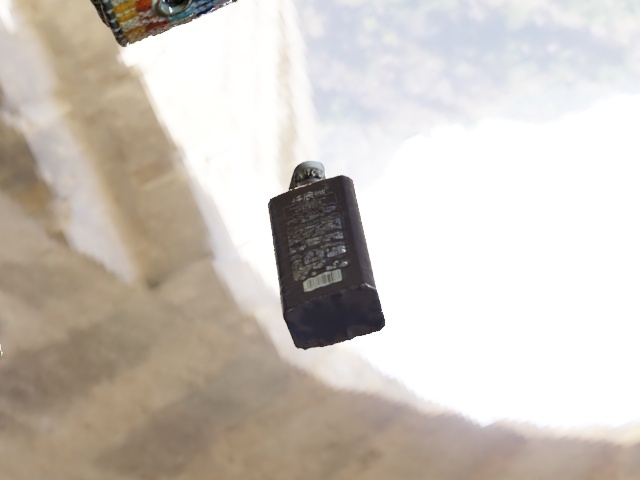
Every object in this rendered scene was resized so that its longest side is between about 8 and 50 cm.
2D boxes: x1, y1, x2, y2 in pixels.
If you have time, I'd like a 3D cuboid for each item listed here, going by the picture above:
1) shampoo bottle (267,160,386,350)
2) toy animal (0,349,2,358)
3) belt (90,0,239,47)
[{"bbox_3d":[0.001,0.000,1.966,0.098,0.071,0.309,-19,-149,5],"label":"shampoo bottle"},{"bbox_3d":[-0.372,0.219,1.771,0.180,0.181,0.363,-9,156,-9],"label":"toy animal"},{"bbox_3d":[-0.188,-0.317,1.674,0.160,0.295,0.207,-23,-145,1],"label":"belt"}]
